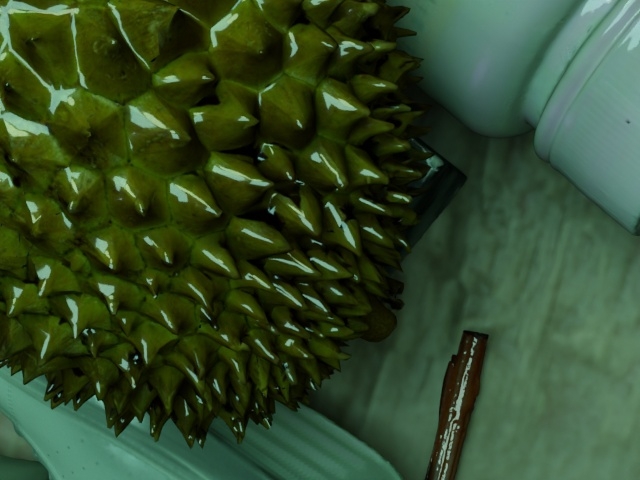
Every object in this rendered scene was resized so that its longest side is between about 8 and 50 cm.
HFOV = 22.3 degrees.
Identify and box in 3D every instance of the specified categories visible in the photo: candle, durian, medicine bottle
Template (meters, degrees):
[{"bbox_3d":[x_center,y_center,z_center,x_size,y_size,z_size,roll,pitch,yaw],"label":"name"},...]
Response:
[{"bbox_3d":[0.081,0.140,1.050,0.026,0.021,0.167,12,90,43],"label":"candle"},{"bbox_3d":[-0.106,-0.079,0.859,0.384,0.347,0.347,41,97,2],"label":"durian"},{"bbox_3d":[0.105,-0.192,0.971,0.379,0.213,0.213,43,98,15],"label":"medicine bottle"}]

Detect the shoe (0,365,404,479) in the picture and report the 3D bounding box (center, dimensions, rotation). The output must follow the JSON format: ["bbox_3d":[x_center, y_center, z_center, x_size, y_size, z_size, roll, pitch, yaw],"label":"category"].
[{"bbox_3d":[-0.118,0.147,1.065,0.363,0.132,0.160,28,115,24],"label":"shoe"}]

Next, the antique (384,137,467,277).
[{"bbox_3d":[0.000,0.000,1.051,0.088,0.086,0.183,41,97,16],"label":"antique"}]

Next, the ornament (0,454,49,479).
[{"bbox_3d":[-0.313,0.171,1.109,0.285,0.130,0.120,24,105,17],"label":"ornament"}]
